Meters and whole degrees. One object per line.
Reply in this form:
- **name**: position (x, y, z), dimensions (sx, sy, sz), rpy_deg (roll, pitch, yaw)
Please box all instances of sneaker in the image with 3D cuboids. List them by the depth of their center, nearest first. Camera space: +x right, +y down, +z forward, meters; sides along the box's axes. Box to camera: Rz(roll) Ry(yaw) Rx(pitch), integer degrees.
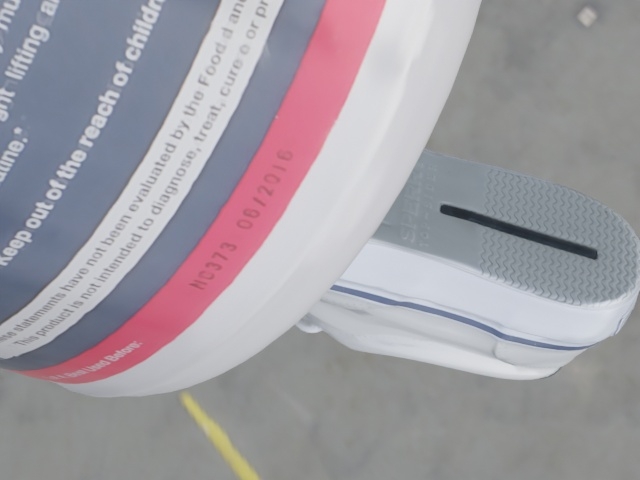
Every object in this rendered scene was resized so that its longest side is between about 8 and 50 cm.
- **sneaker**: position (0.000, 0.000, 0.799), dimensions (0.258, 0.094, 0.091), rpy_deg (22, 139, -5)

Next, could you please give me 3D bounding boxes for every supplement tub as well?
- **supplement tub**: position (-0.118, -0.089, 0.378), dimensions (0.272, 0.191, 0.191), rpy_deg (19, 110, -32)
